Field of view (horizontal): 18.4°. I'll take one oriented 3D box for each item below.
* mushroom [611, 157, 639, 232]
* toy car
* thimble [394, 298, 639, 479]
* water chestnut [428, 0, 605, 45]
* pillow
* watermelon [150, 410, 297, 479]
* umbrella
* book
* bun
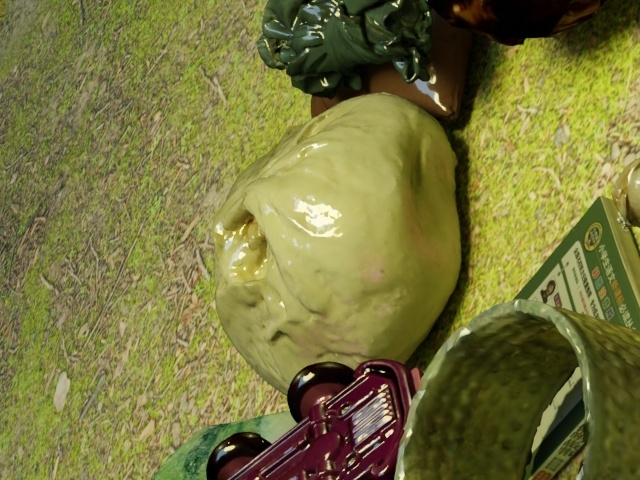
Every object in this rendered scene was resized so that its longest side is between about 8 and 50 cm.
[{"bbox_3d":[0.320,-0.032,1.650,0.081,0.092,0.223,-67,16,-2],"label":"mushroom"},{"bbox_3d":[0.021,0.292,1.839,0.341,0.240,0.271,-39,23,16],"label":"toy car"},{"bbox_3d":[0.195,0.187,1.619,0.271,0.150,0.270,-35,47,47],"label":"thimble"},{"bbox_3d":[0.215,-0.336,1.958,0.300,0.300,0.300,-45,33,41],"label":"water chestnut"},{"bbox_3d":[0.101,-0.279,2.278,0.305,0.108,0.308,6,80,61],"label":"pillow"},{"bbox_3d":[-0.071,0.300,2.115,0.176,0.256,0.260,-14,-54,-65],"label":"watermelon"},{"bbox_3d":[0.012,-0.224,2.177,0.349,0.094,0.143,-2,107,63],"label":"umbrella"},{"bbox_3d":[0.212,0.114,1.822,0.264,0.027,0.202,-53,29,31],"label":"book"},{"bbox_3d":[0.000,0.000,2.129,0.361,0.213,0.361,-42,37,44],"label":"bun"}]
